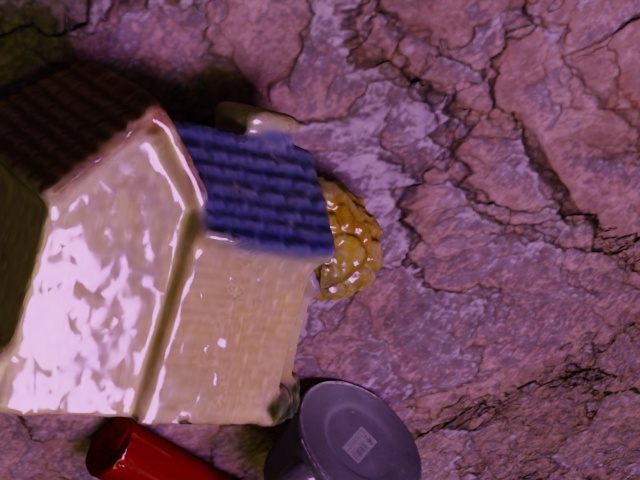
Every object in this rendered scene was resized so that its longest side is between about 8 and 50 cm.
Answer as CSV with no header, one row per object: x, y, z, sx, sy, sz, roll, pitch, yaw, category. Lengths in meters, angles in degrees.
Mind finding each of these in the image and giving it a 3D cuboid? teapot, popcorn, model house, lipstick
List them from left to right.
-0.156,-0.005,1.000,0.321,0.261,0.266,8,104,-37,model house
-0.141,0.281,1.325,0.073,0.073,0.280,-40,130,15,lipstick
0.000,0.000,1.122,0.121,0.116,0.106,15,164,-27,popcorn
0.012,0.263,1.324,0.239,0.162,0.149,-13,150,-51,teapot
